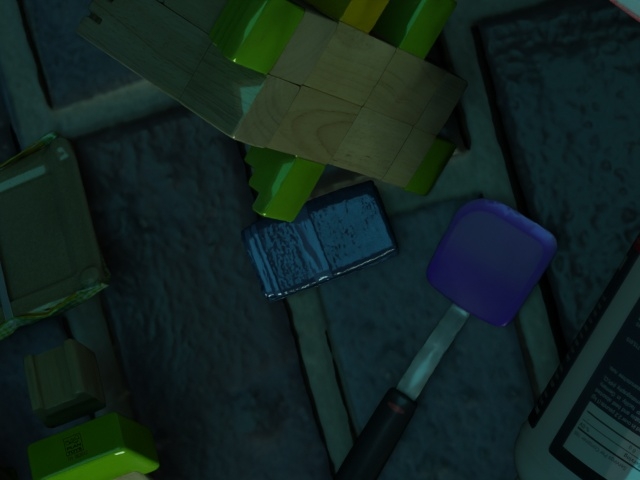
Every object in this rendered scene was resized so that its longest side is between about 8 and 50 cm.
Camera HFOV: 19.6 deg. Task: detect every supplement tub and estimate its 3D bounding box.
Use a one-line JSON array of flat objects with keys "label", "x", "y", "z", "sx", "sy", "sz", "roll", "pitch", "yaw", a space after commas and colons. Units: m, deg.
[{"label": "supplement tub", "x": 0.260, "y": 0.130, "z": 1.338, "sx": 0.191, "sy": 0.191, "sz": 0.272, "roll": 32, "pitch": 100, "yaw": 10}]

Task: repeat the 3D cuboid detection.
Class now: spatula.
[{"label": "spatula", "x": 0.080, "y": 0.101, "z": 1.461, "sx": 0.084, "sy": 0.030, "sz": 0.296, "roll": 33, "pitch": 101, "yaw": 10}]

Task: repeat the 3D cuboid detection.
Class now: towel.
[{"label": "towel", "x": 0.000, "y": 0.000, "z": 1.474, "sx": 0.119, "sy": 0.029, "sz": 0.067, "roll": -20, "pitch": 89, "yaw": 15}]

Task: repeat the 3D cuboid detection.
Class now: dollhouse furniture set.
[{"label": "dollhouse furniture set", "x": -0.240, "y": 0.096, "z": 1.519, "sx": 0.197, "sy": 0.151, "sz": 0.302, "roll": -22, "pitch": 60, "yaw": 8}]

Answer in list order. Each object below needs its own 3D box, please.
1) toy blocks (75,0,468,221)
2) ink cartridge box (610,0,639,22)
[{"label": "toy blocks", "x": -0.067, "y": -0.160, "z": 1.336, "sx": 0.261, "sy": 0.381, "sz": 0.191, "roll": 35, "pitch": 100, "yaw": 24}, {"label": "ink cartridge box", "x": 0.215, "y": -0.225, "z": 1.311, "sx": 0.158, "sy": 0.218, "sz": 0.092, "roll": 38, "pitch": 107, "yaw": 9}]
